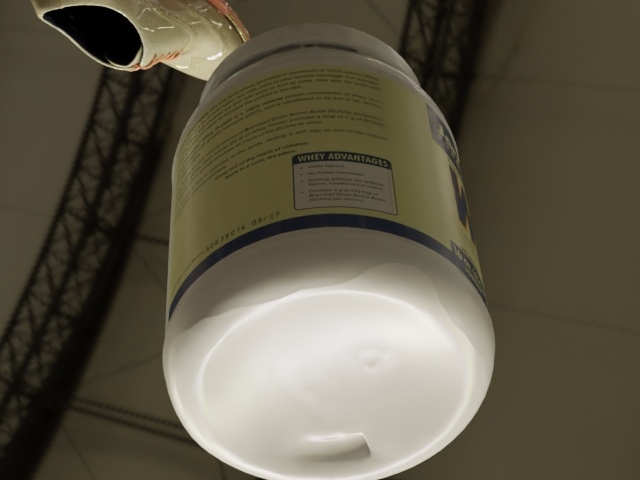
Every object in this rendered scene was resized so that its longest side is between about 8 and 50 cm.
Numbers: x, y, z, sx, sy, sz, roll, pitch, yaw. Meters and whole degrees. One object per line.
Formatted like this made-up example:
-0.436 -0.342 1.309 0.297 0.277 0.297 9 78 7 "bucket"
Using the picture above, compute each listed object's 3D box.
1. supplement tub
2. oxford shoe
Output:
0.000 0.000 1.112 0.235 0.235 0.324 -14 -141 8 "supplement tub"
-0.229 -0.262 1.804 0.140 0.397 0.146 -23 -119 32 "oxford shoe"
